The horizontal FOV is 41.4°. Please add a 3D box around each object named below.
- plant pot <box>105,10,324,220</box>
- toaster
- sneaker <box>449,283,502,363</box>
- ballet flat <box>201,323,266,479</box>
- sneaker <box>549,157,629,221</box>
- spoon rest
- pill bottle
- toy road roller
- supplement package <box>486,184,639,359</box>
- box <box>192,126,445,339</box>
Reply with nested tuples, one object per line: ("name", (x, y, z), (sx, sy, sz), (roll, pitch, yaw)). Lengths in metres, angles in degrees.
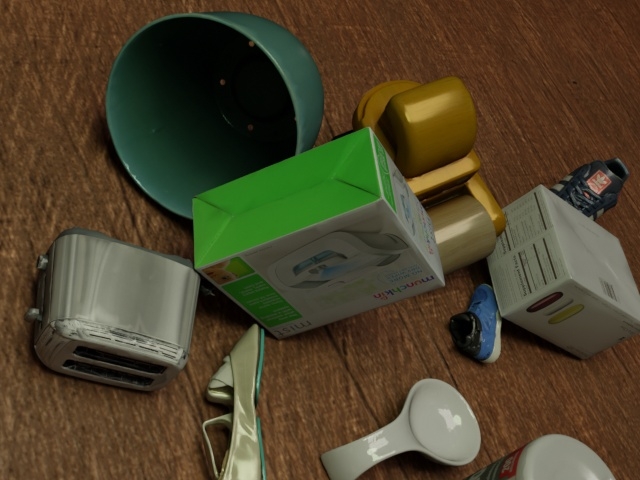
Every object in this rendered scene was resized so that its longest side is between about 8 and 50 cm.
("plant pot", (-0.127, -0.203, 1.248), (0.293, 0.293, 0.235), (43, 30, -1))
("toaster", (-0.242, 0.091, 1.037), (0.227, 0.129, 0.146), (20, 52, -27))
("sneaker", (0.260, 0.127, 1.431), (0.085, 0.058, 0.152), (29, 51, -28))
("ballet flat", (-0.110, 0.216, 1.077), (0.086, 0.086, 0.248), (17, 50, -26))
("sneaker", (0.528, -0.085, 1.732), (0.131, 0.148, 0.350), (49, 43, 5))
("spoon rest", (0.131, 0.277, 1.200), (0.276, 0.084, 0.137), (-12, 66, -41))
("pill bottle", (0.225, 0.366, 1.052), (0.161, 0.283, 0.161), (20, 48, -23))
("toy road roller", (0.176, -0.119, 1.399), (0.203, 0.240, 0.329), (-23, 75, -22))
("supplement package", (0.433, 0.063, 1.507), (0.262, 0.145, 0.204), (26, 43, -35))
("box", (0.000, 0.000, 1.132), (0.231, 0.262, 0.126), (50, 26, -49))
